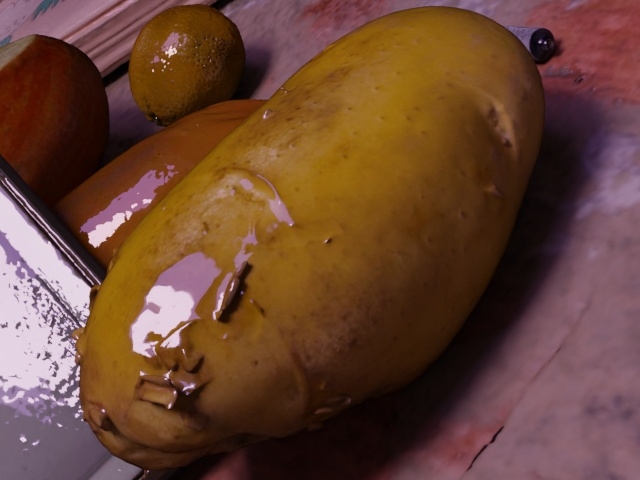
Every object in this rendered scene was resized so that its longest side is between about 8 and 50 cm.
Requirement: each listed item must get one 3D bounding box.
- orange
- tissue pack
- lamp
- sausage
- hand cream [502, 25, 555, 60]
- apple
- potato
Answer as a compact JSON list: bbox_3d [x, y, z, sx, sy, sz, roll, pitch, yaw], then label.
[{"bbox_3d":[-0.099,-0.127,1.005,0.085,0.085,0.095,13,74,53],"label":"orange"},{"bbox_3d":[-0.179,-0.220,1.206,0.325,0.071,0.170,-30,34,20],"label":"tissue pack"},{"bbox_3d":[-0.232,0.099,0.793,0.269,0.047,0.266,-45,72,1],"label":"lamp"},{"bbox_3d":[-0.125,0.008,0.868,0.328,0.112,0.112,-39,33,3],"label":"sausage"},{"bbox_3d":[0.111,-0.119,0.832,0.030,0.019,0.093,-54,27,-11],"label":"hand cream"},{"bbox_3d":[-0.249,-0.075,1.037,0.195,0.160,0.173,2,58,47],"label":"apple"},{"bbox_3d":[0.000,0.000,0.698,0.173,0.140,0.300,25,62,37],"label":"potato"}]
